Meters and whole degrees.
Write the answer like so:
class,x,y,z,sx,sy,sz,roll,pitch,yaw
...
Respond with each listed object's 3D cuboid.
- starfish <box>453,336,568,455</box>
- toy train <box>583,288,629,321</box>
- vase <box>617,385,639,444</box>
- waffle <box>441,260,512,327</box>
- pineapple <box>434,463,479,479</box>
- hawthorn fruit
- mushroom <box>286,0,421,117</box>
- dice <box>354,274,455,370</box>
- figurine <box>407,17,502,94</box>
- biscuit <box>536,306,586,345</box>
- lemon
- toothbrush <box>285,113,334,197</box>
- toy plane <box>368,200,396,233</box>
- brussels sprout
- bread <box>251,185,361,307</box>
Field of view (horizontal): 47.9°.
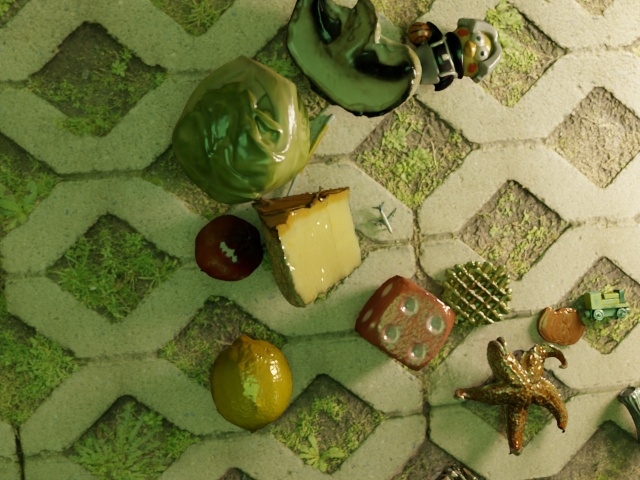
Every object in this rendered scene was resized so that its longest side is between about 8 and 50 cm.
class,x,y,z,sx,sy,sz,roll,pitch,yaw
starfish,0.497,0.389,1.824,0.312,0.113,0.303,3,94,-11
toy train,0.739,0.169,1.869,0.122,0.050,0.081,-5,85,-8
vase,0.840,0.458,1.892,0.081,0.081,0.148,-31,96,-4
waffle,0.397,0.134,1.823,0.184,0.036,0.169,-6,94,-8
pineapple,0.303,0.688,1.788,0.272,0.262,0.262,-41,99,-23
hawthorn fruit,-0.226,0.029,1.678,0.157,0.194,0.156,20,55,-31
mushroom,0.082,-0.428,1.649,0.344,0.130,0.247,30,115,15
dice,0.201,0.193,1.731,0.174,0.175,0.179,34,90,-8
figurine,0.307,-0.447,1.717,0.237,0.133,0.175,-16,99,-3
biscuit,0.626,0.222,1.870,0.131,0.019,0.102,10,94,-9
lemon,-0.161,0.336,1.686,0.193,0.192,0.230,-7,89,-7
toothbrush,-0.045,-0.183,1.743,0.024,0.021,0.288,30,90,-19
toy plane,0.158,-0.054,1.781,0.078,0.024,0.084,-26,104,-6
brussels sprout,-0.171,-0.234,1.608,0.328,0.247,0.327,0,96,0
bread,0.000,0.000,1.619,0.279,0.315,0.248,-14,106,-17
